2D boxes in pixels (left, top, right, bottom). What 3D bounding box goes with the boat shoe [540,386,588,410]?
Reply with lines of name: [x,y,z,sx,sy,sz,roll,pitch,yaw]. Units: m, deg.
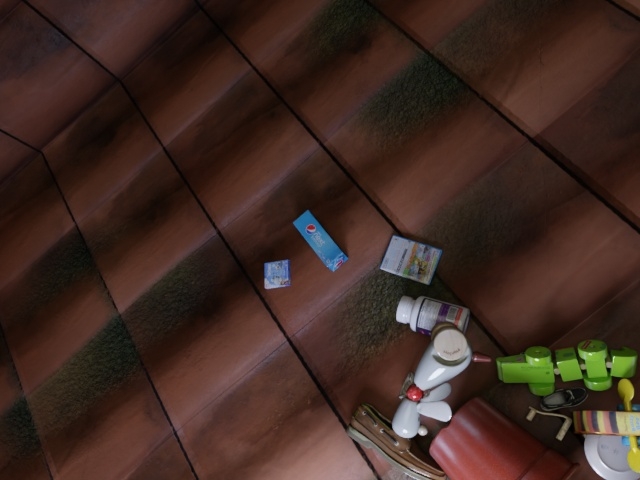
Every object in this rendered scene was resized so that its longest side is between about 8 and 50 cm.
boat shoe: [0.635,0.408,1.304,0.125,0.038,0.046,-16,52,5]

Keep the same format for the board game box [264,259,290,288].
board game box: [-0.148,0.116,1.715,0.090,0.020,0.090,-10,69,19]

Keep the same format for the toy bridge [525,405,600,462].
toy bridge: [0.629,0.488,1.295,0.188,0.026,0.063,31,83,26]

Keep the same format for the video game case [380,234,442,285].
video game case: [0.285,0.060,1.574,0.166,0.015,0.119,19,79,25]

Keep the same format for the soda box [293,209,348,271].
soda box: [0.000,0.000,1.672,0.071,0.067,0.210,-40,64,3]

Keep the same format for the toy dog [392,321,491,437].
toy dog: [0.324,0.369,1.309,0.161,0.220,0.334,25,116,10]

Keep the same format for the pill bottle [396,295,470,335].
pill bottle: [0.324,0.223,1.452,0.193,0.108,0.108,14,78,25]

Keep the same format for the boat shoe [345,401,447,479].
boat shoe: [0.216,0.557,1.379,0.307,0.111,0.104,23,83,25]

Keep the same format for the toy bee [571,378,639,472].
toy bee: [0.761,0.419,1.172,0.298,0.162,0.195,-21,63,4]

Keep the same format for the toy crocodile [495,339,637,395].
toy crocodile: [0.638,0.323,1.307,0.340,0.105,0.115,-12,104,22]

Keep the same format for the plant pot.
plant pot: [0.431,0.551,1.232,0.272,0.272,0.265,-49,55,0]

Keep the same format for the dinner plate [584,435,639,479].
dinner plate: [0.728,0.521,1.233,0.141,0.017,0.141,-4,61,7]
